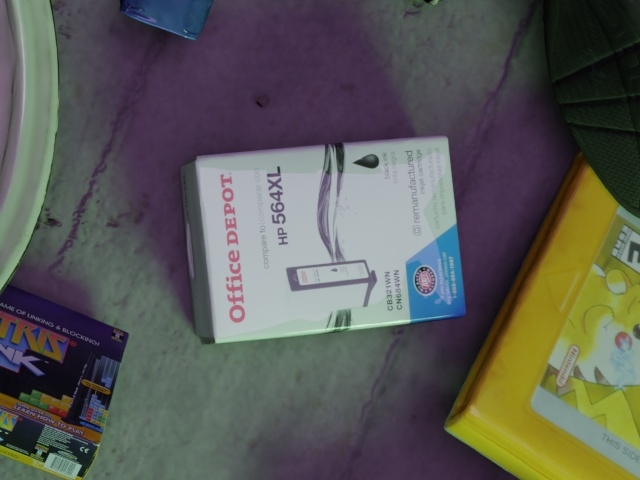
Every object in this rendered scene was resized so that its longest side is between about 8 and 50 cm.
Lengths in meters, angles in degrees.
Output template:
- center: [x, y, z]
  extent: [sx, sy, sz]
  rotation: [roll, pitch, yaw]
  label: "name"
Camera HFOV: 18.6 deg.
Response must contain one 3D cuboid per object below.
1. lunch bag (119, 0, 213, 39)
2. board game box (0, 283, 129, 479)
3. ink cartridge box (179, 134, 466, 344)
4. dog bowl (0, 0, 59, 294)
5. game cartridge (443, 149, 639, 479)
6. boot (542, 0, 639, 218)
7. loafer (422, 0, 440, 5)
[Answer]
- center: [-0.115, -0.201, 1.516]
  extent: [0.067, 0.098, 0.065]
  rotation: [20, 102, -12]
  label: "lunch bag"
- center: [-0.237, 0.093, 1.457]
  extent: [0.170, 0.141, 0.048]
  rotation: [22, 123, -10]
  label: "board game box"
- center: [0.000, 0.000, 1.535]
  extent: [0.203, 0.086, 0.148]
  rotation: [-6, 89, -12]
  label: "ink cartridge box"
- center: [-0.356, -0.116, 1.333]
  extent: [0.150, 0.408, 0.408]
  rotation: [-1, 88, 29]
  label: "dog bowl"
- center: [0.292, 0.114, 1.565]
  extent: [0.324, 0.053, 0.285]
  rotation: [32, 63, -7]
  label: "game cartridge"
- center: [0.305, -0.230, 1.553]
  extent: [0.284, 0.138, 0.377]
  rotation: [-24, 100, -30]
  label: "boot"
- center: [-0.011, -0.306, 1.519]
  extent: [0.366, 0.134, 0.130]
  rotation: [30, 82, -9]
  label: "loafer"
